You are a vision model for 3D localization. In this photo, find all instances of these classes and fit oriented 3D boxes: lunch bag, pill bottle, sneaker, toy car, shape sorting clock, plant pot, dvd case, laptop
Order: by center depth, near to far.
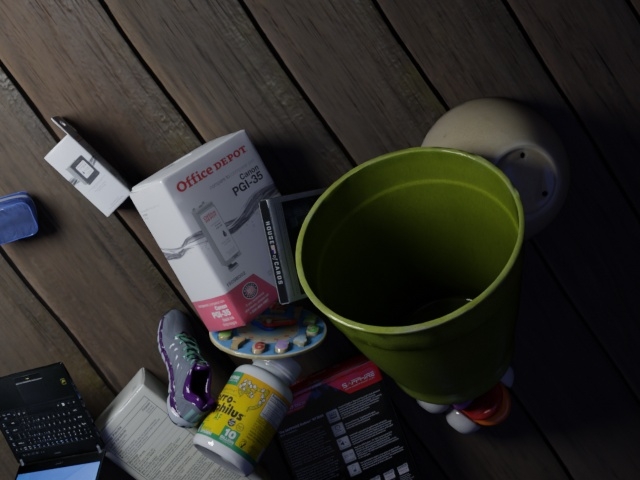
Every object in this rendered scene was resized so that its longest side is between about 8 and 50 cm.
[{"bbox_3d":[0.188,0.095,1.652,0.366,0.366,0.353,-30,137,-4],"label":"plant pot"},{"bbox_3d":[-0.496,0.368,1.656,0.234,0.136,0.264,-16,103,33],"label":"laptop"},{"bbox_3d":[-0.539,-0.038,1.681,0.098,0.065,0.067,-16,116,-8],"label":"lunch bag"},{"bbox_3d":[-0.120,0.289,1.685,0.117,0.117,0.208,37,68,-12],"label":"pill bottle"},{"bbox_3d":[-0.222,0.210,1.705,0.083,0.098,0.224,12,53,-39],"label":"sneaker"},{"bbox_3d":[0.000,0.000,1.705,0.238,0.029,0.179,-14,93,-47],"label":"dvd case"},{"bbox_3d":[-0.092,0.155,1.710,0.206,0.206,0.040,-2,107,-9],"label":"shape sorting clock"},{"bbox_3d":[0.332,-0.114,1.745,0.284,0.191,0.284,-1,98,-9],"label":"plant pot"},{"bbox_3d":[0.277,0.278,1.822,0.182,0.136,0.159,35,92,-12],"label":"toy car"}]

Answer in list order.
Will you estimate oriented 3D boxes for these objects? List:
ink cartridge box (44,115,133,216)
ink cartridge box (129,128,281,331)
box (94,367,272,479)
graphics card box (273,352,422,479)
[{"bbox_3d":[-0.406,-0.128,1.668,0.060,0.104,0.180,-45,102,1],"label":"ink cartridge box"},{"bbox_3d":[-0.162,-0.018,1.674,0.207,0.117,0.283,-37,105,-36],"label":"ink cartridge box"},{"bbox_3d":[-0.249,0.388,1.762,0.311,0.121,0.148,43,90,-12],"label":"box"},{"bbox_3d":[0.056,0.418,1.830,0.232,0.094,0.371,-23,100,-4],"label":"graphics card box"}]
